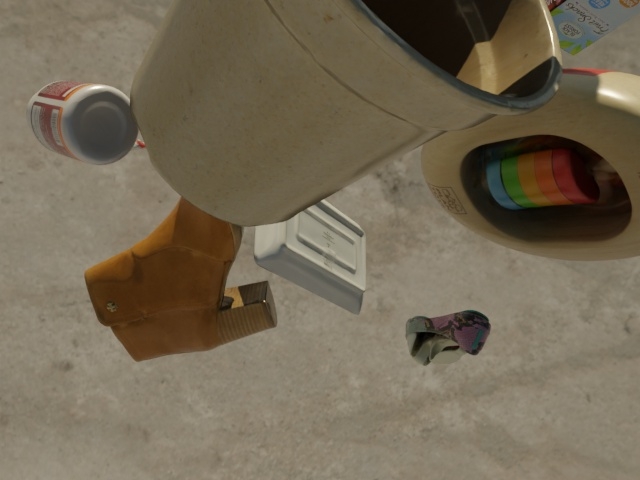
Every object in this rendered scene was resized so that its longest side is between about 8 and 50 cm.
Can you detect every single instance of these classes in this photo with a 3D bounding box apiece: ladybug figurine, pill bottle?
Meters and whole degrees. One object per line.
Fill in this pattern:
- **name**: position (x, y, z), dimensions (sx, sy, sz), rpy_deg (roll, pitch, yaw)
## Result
- **ladybug figurine**: position (0.333, -0.115, 1.033), dimensions (0.162, 0.449, 0.305), rpy_deg (-49, 118, -26)
- **pill bottle**: position (-0.273, -0.135, 0.822), dimensions (0.086, 0.086, 0.152), rpy_deg (-18, 24, -35)

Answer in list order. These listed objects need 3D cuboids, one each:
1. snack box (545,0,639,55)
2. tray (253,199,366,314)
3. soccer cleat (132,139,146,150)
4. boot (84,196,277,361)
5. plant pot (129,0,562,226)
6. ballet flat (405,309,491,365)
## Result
- **snack box**: position (0.292, -0.301, 0.677), dimensions (0.070, 0.207, 0.175), rpy_deg (24, 60, -25)
- **tray**: position (0.000, 0.000, 0.987), dimensions (0.270, 0.030, 0.145), rpy_deg (32, 54, -54)
- **soccer cleat**: position (-0.354, -0.170, 1.331), dimensions (0.029, 0.036, 0.083), rpy_deg (11, 1, 37)
- **boot**: position (-0.186, 0.009, 0.876), dimensions (0.211, 0.295, 0.104), rpy_deg (-12, 21, 6)
- **plant pot**: position (-0.010, -0.173, 0.671), dimensions (0.333, 0.305, 0.334), rpy_deg (24, 49, -30)
- **ballet flat**: position (0.183, 0.156, 1.142), dimensions (0.076, 0.221, 0.079), rpy_deg (33, 70, -13)
